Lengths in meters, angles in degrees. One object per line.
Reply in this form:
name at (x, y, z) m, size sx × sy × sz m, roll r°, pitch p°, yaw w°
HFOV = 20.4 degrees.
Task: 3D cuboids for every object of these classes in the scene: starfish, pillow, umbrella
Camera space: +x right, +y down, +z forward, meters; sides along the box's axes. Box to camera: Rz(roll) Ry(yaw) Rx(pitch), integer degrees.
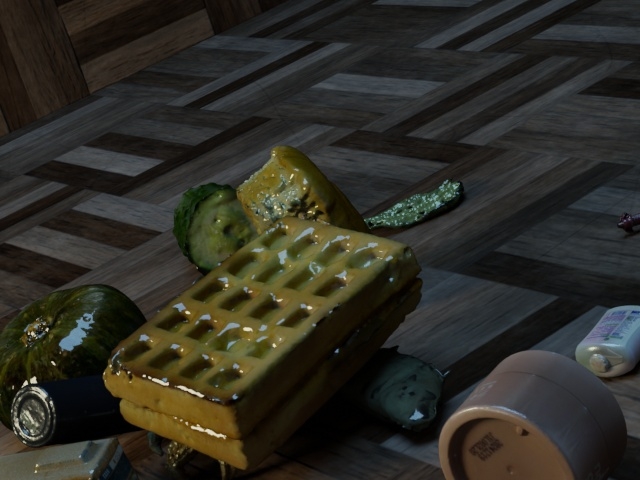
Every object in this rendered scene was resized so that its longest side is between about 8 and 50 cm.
starfish at (-0.089, 0.176, 2.023) m, size 0.238 × 0.071 × 0.216 m, roll -24°, pitch 34°, yaw -8°
pillow at (0.079, 0.157, 1.992) m, size 0.093 × 0.051 × 0.241 m, roll -39°, pitch 24°, yaw -15°
umbrella at (0.449, -0.045, 2.238) m, size 0.165 × 0.027 × 0.025 m, roll -19°, pitch 45°, yaw -8°

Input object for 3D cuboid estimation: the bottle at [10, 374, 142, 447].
bottle at (-0.244, 0.188, 2.050) m, size 0.082 × 0.072 × 0.244 m, roll -44°, pitch -23°, yaw 27°

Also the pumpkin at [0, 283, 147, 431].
pumpkin at (-0.310, 0.154, 2.201) m, size 0.224 × 0.157 × 0.223 m, roll -23°, pitch 32°, yaw 15°

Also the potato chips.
potato chips at (0.112, -0.040, 2.522) m, size 0.208 × 0.028 × 0.092 m, roll -21°, pitch 18°, yaw -13°

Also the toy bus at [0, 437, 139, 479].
toy bus at (-0.289, 0.276, 1.933) m, size 0.182 × 0.103 × 0.091 m, roll -11°, pitch 22°, yaw 18°

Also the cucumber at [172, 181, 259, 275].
cucumber at (-0.157, -0.028, 2.600) m, size 0.134 × 0.134 × 0.244 m, roll -22°, pitch 16°, yaw -9°

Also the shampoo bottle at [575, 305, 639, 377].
shampoo bottle at (0.320, 0.111, 1.919) m, size 0.072 × 0.043 × 0.099 m, roll -3°, pitch 26°, yaw 38°

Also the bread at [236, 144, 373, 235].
bread at (0.000, 0.000, 2.230) m, size 0.121 × 0.245 × 0.174 m, roll -36°, pitch 26°, yaw 7°

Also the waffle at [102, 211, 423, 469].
waffle at (-0.058, 0.101, 1.975) m, size 0.224 × 0.098 × 0.328 m, roll 16°, pitch 42°, yaw 39°

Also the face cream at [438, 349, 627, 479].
face cream at (0.198, 0.190, 1.661) m, size 0.149 × 0.149 × 0.104 m, roll -2°, pitch 27°, yaw 39°
